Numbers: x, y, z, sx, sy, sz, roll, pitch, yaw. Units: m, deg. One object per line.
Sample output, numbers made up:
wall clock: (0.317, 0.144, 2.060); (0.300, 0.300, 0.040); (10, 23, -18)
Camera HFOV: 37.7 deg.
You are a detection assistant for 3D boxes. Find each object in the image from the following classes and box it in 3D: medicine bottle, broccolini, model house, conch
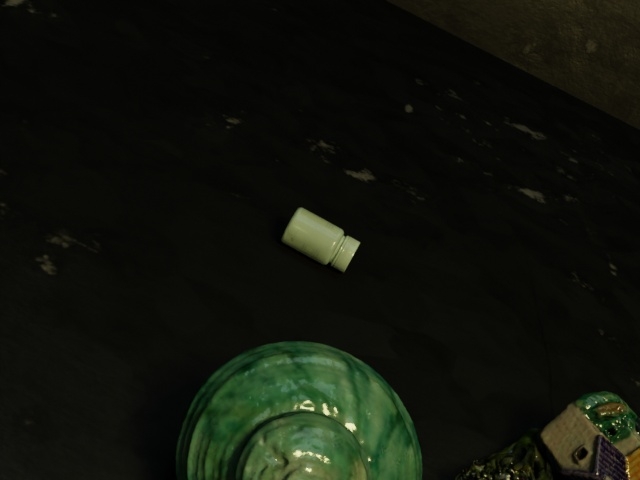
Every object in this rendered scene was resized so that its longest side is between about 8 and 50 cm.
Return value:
medicine bottle: (0.000, 0.000, 1.076); (0.083, 0.047, 0.047); (29, 27, 1)
broccolini: (0.182, 0.204, 0.866); (0.091, 0.068, 0.203); (14, 22, 17)
model house: (0.277, 0.210, 0.882); (0.101, 0.088, 0.100); (43, 13, -29)
conch: (-0.008, 0.161, 0.687); (0.196, 0.134, 0.202); (28, 26, 4)
